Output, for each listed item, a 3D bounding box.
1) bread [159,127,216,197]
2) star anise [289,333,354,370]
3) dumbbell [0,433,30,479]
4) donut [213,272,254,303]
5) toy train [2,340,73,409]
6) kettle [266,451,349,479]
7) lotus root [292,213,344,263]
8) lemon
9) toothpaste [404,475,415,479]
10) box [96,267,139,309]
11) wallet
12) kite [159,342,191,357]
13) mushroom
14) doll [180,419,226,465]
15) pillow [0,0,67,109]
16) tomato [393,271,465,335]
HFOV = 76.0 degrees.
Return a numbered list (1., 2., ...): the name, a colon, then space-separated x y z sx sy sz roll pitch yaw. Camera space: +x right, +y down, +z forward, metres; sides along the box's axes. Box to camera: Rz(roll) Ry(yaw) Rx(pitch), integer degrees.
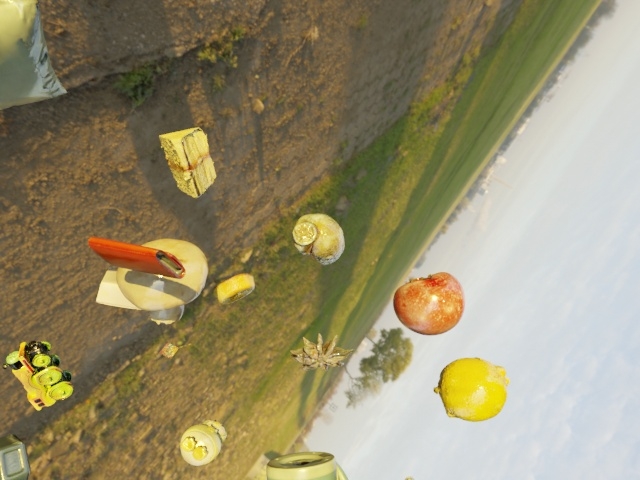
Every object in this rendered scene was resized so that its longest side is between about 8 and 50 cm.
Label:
1. bread: -0.531 -0.333 1.737 0.199 0.236 0.263 -23 117 -20
2. star anise: 0.000 0.390 1.371 0.061 0.205 0.180 -93 -160 -54
3. dumbbell: -0.877 0.583 0.954 0.317 0.157 0.143 -2 90 -50
4. donut: -0.353 0.207 1.699 0.179 0.065 0.162 -35 158 15
5. toy train: -1.060 0.506 1.549 0.161 0.100 0.295 -21 125 -19
6. kettle: -0.019 0.940 1.424 0.320 0.341 0.247 0 163 -20
7. lotus root: 0.002 -0.002 1.429 0.174 0.175 0.349 -54 167 -2
8. lemon: 0.430 0.415 1.154 0.207 0.173 0.173 -29 172 11
9. toothpaste: 0.319 0.620 0.923 0.300 0.073 0.114 -5 -139 48
10. box: -0.895 0.221 1.888 0.252 0.204 0.106 34 -73 67
11. wallet: -0.463 0.044 1.043 0.142 0.205 0.045 70 33 -60
12. kite: -0.395 0.289 1.111 0.078 0.044 0.002 -32 155 -38
13. mushroom: -0.518 0.147 1.392 0.297 0.298 0.289 -41 137 -47
14. doll: -0.414 0.716 1.494 0.117 0.142 0.296 -62 173 1
15. pillow: -0.759 -0.399 0.912 0.310 0.119 0.312 -32 168 -31
16. tomato: 0.411 0.243 1.545 0.271 0.226 0.270 -16 174 -2
